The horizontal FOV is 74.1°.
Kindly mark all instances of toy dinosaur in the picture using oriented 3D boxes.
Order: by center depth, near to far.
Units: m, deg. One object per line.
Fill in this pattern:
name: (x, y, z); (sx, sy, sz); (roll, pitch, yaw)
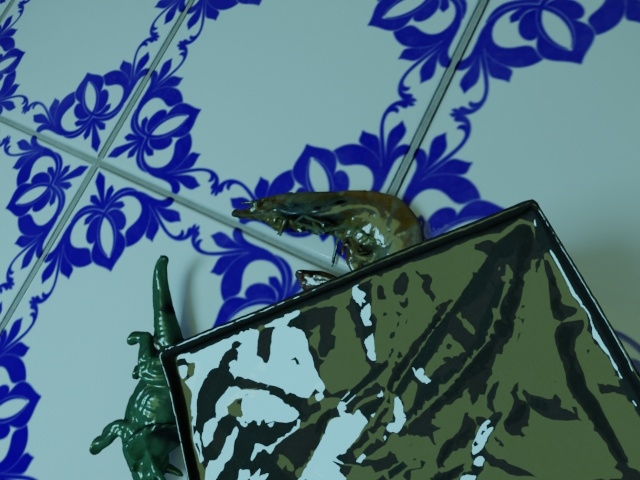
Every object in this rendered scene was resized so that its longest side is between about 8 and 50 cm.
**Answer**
toy dinosaur: (-0.221, 0.174, 0.541); (0.120, 0.079, 0.291); (-15, 72, 8)

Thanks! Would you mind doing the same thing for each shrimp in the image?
shrimp: (0.000, 0.000, 0.533); (0.251, 0.052, 0.143); (7, 79, 20)

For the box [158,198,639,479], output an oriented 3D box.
box: (0.080, 0.163, 0.372); (0.345, 0.204, 0.251); (-24, 68, 10)
